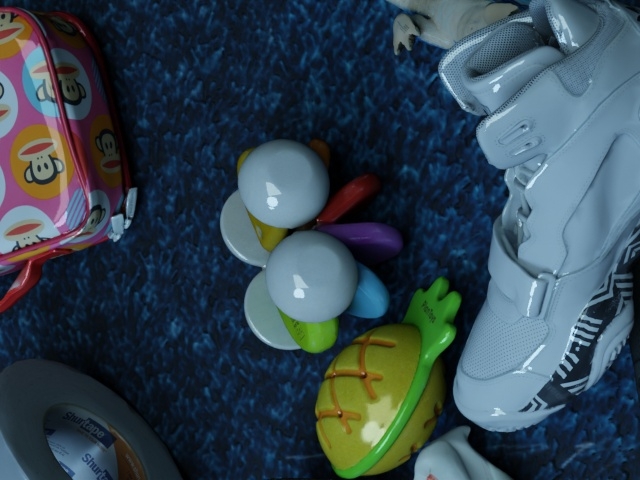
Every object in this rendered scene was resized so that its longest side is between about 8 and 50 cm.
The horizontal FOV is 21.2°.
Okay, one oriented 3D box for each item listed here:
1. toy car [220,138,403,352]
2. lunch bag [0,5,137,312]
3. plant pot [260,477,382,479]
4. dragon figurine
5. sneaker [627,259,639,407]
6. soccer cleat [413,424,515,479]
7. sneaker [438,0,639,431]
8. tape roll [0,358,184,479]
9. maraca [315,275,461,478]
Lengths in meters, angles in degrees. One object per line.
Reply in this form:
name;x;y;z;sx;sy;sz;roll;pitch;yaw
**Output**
toy car;0.000;0.000;1.427;0.136;0.159;0.182;-13;76;-16
lunch bag;-0.319;-0.059;1.554;0.293;0.120;0.258;-15;90;22
plant pot;0.010;0.250;1.459;0.109;0.096;0.109;-3;94;23
dragon figurine;0.139;-0.171;1.373;0.289;0.144;0.085;31;108;37
sneaker;0.307;0.144;1.304;0.125;0.139;0.341;-18;87;25
soccer cleat;0.155;0.242;1.420;0.196;0.076;0.068;53;145;-5
sneaker;0.158;-0.032;1.273;0.210;0.137;0.366;24;112;-24
tape roll;-0.215;0.207;1.482;0.072;0.219;0.219;-45;78;20
maraca;0.060;0.115;1.420;0.099;0.127;0.186;28;99;-21
